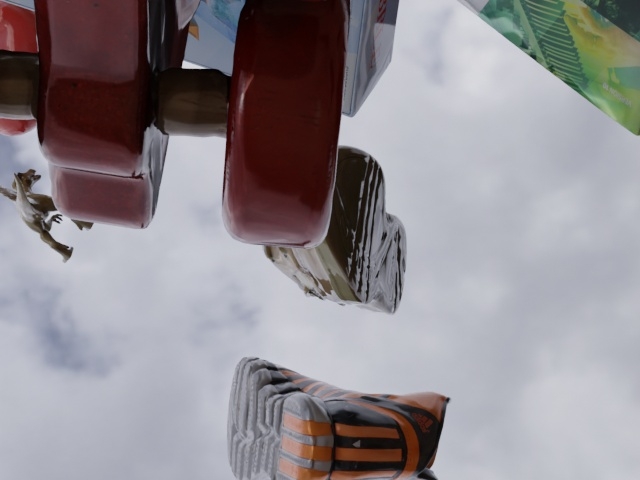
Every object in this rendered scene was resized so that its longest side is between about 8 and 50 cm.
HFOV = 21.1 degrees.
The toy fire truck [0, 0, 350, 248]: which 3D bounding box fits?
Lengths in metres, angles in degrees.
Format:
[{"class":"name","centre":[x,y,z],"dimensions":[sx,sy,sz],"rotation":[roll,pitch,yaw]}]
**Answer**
[{"class":"toy fire truck","centre":[-0.069,-0.153,0.601],"dimensions":[0.169,0.302,0.254],"rotation":[4,-127,0]}]

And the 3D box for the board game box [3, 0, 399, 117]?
[{"class":"board game box","centre":[-0.100,-0.249,0.902],"dimensions":[0.066,0.318,0.319],"rotation":[-58,-18,-44]}]

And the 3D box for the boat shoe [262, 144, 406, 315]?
[{"class":"boat shoe","centre":[0.000,0.000,1.514],"dimensions":[0.341,0.110,0.122],"rotation":[56,-138,-71]}]

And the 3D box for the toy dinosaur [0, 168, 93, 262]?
[{"class":"toy dinosaur","centre":[-0.251,-0.025,1.525],"dimensions":[0.092,0.183,0.053],"rotation":[33,-90,-10]}]

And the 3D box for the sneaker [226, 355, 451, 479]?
[{"class":"sneaker","centre":[0.021,0.191,1.677],"dimensions":[0.180,0.321,0.125],"rotation":[5,-84,-19]}]

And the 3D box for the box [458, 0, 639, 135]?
[{"class":"box","centre":[0.192,-0.263,1.146],"dimensions":[0.058,0.232,0.322],"rotation":[-18,-45,-32]}]

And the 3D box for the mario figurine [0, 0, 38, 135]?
[{"class":"mario figurine","centre":[-0.204,-0.205,1.661],"dimensions":[0.170,0.198,0.320],"rotation":[29,-122,14]}]
